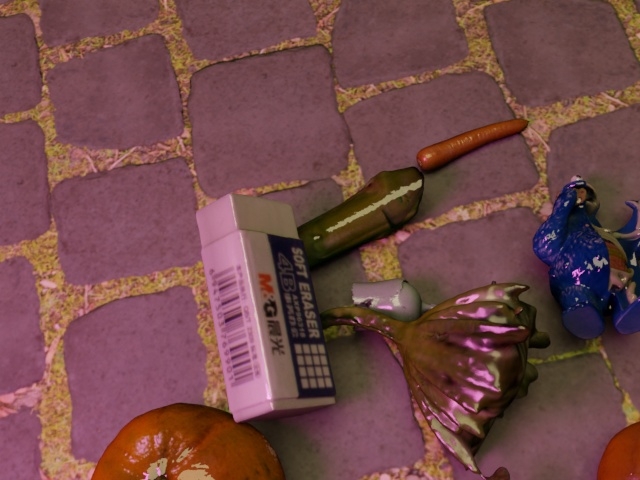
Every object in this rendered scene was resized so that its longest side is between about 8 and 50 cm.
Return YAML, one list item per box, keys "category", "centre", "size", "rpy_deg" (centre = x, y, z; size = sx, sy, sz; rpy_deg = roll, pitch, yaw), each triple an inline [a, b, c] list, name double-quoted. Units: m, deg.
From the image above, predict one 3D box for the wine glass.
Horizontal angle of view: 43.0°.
- category: "wine glass"
  centre: [0.139, 0.091, 1.101]
  size: [0.195, 0.079, 0.079]
  rpy_deg: [-1, 63, 7]

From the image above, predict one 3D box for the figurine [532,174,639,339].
- category: "figurine"
  centre: [0.364, 0.022, 1.095]
  size: [0.164, 0.121, 0.262]
  rpy_deg: [13, 48, 7]

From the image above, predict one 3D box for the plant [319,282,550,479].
- category: "plant"
  centre: [0.107, 0.134, 0.993]
  size: [0.333, 0.180, 0.251]
  rpy_deg: [21, 103, 10]

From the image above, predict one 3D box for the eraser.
- category: "eraser"
  centre: [-0.071, 0.084, 1.036]
  size: [0.081, 0.124, 0.279]
  rpy_deg: [-26, 68, 37]

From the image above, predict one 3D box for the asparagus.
- category: "asparagus"
  centre: [-0.001, -0.001, 1.167]
  size: [0.343, 0.085, 0.082]
  rpy_deg: [-30, 75, -2]

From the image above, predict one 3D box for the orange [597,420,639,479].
- category: "orange"
  centre: [0.399, 0.287, 0.944]
  size: [0.156, 0.124, 0.156]
  rpy_deg: [5, 60, -9]

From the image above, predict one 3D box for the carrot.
- category: "carrot"
  centre: [0.234, -0.153, 1.238]
  size: [0.190, 0.037, 0.037]
  rpy_deg: [-23, 62, -6]

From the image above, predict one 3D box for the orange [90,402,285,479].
- category: "orange"
  centre: [-0.161, 0.308, 0.978]
  size: [0.240, 0.171, 0.240]
  rpy_deg: [-2, 62, 5]
